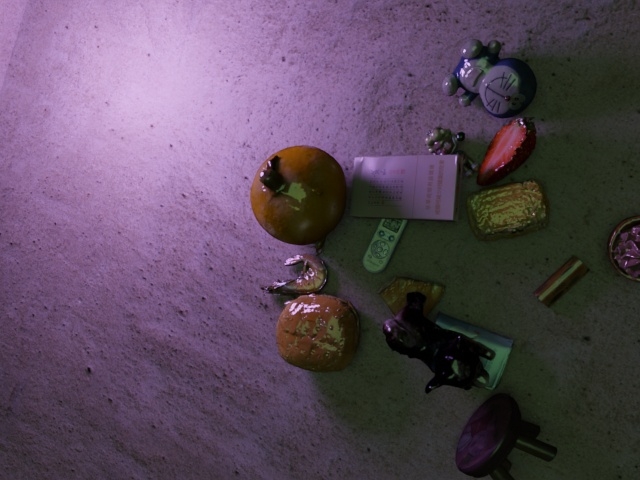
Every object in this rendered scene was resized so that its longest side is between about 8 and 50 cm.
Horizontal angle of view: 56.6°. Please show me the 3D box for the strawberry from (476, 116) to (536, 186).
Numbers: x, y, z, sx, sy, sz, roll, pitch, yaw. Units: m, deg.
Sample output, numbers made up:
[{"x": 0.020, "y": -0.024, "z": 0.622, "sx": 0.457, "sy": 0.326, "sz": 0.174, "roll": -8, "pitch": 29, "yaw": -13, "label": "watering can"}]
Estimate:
[{"x": 0.587, "y": -0.265, "z": 1.822, "sx": 0.106, "sy": 0.175, "sz": 0.236, "roll": 24, "pitch": 136, "yaw": -15, "label": "strawberry"}]

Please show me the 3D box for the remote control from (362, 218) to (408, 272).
[{"x": 0.217, "y": -0.005, "z": 1.971, "sx": 0.087, "sy": 0.047, "sz": 0.244, "roll": 28, "pitch": 99, "yaw": 18, "label": "remote control"}]

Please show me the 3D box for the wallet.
[{"x": 0.465, "y": 0.351, "z": 1.888, "sx": 0.250, "sy": 0.075, "sz": 0.176, "roll": 20, "pitch": 92, "yaw": 17, "label": "wallet"}]

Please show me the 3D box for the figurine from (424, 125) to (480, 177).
[{"x": 0.414, "y": -0.280, "z": 1.886, "sx": 0.197, "sy": 0.093, "sz": 0.147, "roll": 47, "pitch": 122, "yaw": 11, "label": "figurine"}]

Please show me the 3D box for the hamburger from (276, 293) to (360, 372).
[{"x": -0.011, "y": 0.310, "z": 1.993, "sx": 0.283, "sy": 0.144, "sz": 0.260, "roll": -3, "pitch": 92, "yaw": 22, "label": "hamburger"}]

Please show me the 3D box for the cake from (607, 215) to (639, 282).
[{"x": 0.928, "y": 0.017, "z": 1.694, "sx": 0.185, "sy": 0.178, "sz": 0.208, "roll": 32, "pitch": 96, "yaw": 15, "label": "cake"}]

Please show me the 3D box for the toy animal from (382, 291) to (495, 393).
[{"x": 0.335, "y": 0.322, "z": 1.734, "sx": 0.344, "sy": 0.302, "sz": 0.194, "roll": 34, "pitch": 102, "yaw": 18, "label": "toy animal"}]

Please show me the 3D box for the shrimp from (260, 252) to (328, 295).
[{"x": -0.094, "y": 0.126, "z": 2.068, "sx": 0.250, "sy": 0.052, "sz": 0.144, "roll": -11, "pitch": 77, "yaw": 9, "label": "shrimp"}]

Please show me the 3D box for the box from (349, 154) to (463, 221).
[{"x": 0.265, "y": -0.167, "z": 1.895, "sx": 0.365, "sy": 0.051, "sz": 0.205, "roll": 4, "pitch": 88, "yaw": 33, "label": "box"}]

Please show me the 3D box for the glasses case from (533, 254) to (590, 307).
[{"x": 0.737, "y": 0.127, "z": 1.820, "sx": 0.065, "sy": 0.041, "sz": 0.170, "roll": 46, "pitch": 101, "yaw": 11, "label": "glasses case"}]

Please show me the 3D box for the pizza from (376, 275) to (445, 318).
[{"x": 0.296, "y": 0.175, "z": 1.939, "sx": 0.204, "sy": 0.080, "sz": 0.188, "roll": -41, "pitch": 102, "yaw": 3, "label": "pizza"}]

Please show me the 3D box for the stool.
[{"x": 0.547, "y": 0.614, "z": 1.777, "sx": 0.178, "sy": 0.272, "sz": 0.272, "roll": 35, "pitch": 100, "yaw": -1, "label": "stool"}]

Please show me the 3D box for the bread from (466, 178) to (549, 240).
[{"x": 0.573, "y": -0.094, "z": 1.826, "sx": 0.245, "sy": 0.121, "sz": 0.174, "roll": -14, "pitch": 78, "yaw": 20, "label": "bread"}]

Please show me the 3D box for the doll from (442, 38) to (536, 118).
[{"x": 0.529, "y": -0.487, "z": 1.824, "sx": 0.258, "sy": 0.154, "sz": 0.228, "roll": 42, "pitch": 135, "yaw": 19, "label": "doll"}]

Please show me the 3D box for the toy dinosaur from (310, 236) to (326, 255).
[{"x": -0.004, "y": 0.000, "z": 2.046, "sx": 0.041, "sy": 0.026, "sz": 0.113, "roll": 20, "pitch": 105, "yaw": 9, "label": "toy dinosaur"}]

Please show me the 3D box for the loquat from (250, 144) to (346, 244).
[{"x": -0.079, "y": -0.154, "z": 1.905, "sx": 0.328, "sy": 0.359, "sz": 0.329, "roll": -8, "pitch": 73, "yaw": 26, "label": "loquat"}]
